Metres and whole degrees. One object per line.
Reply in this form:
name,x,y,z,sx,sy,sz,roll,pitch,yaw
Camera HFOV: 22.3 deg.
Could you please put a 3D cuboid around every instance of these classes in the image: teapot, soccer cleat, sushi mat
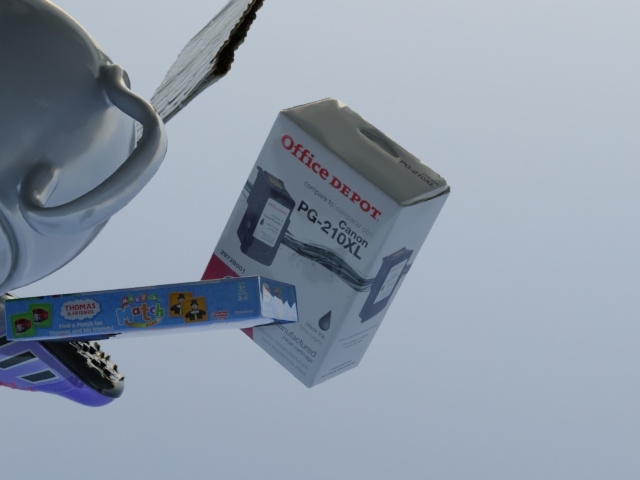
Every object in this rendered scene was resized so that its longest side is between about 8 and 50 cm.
teapot,-0.249,-0.045,1.089,0.252,0.256,0.187,22,-132,-8
soccer cleat,-0.339,0.103,1.671,0.318,0.116,0.108,31,179,23
sushi mat,-0.101,-0.158,1.399,0.019,0.316,0.151,36,-111,-12

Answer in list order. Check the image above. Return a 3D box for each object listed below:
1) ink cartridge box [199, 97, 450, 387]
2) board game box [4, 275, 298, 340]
ink cartridge box,0.000,0.000,1.648,0.172,0.237,0.100,39,-149,22
board game box,-0.137,0.060,1.365,0.211,0.039,0.160,-5,175,9
